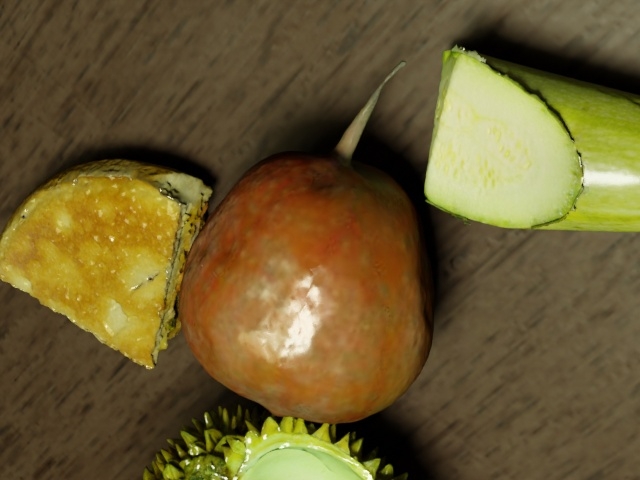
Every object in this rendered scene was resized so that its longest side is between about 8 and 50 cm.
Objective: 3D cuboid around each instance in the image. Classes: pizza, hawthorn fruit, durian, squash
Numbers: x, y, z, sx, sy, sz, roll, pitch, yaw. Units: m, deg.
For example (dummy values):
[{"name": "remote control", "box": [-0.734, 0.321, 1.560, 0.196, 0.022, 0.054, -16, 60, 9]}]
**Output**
[{"name": "pizza", "box": [-0.129, 0.013, 0.993, 0.175, 0.046, 0.134, -6, 111, 34]}, {"name": "hawthorn fruit", "box": [-0.012, 0.010, 0.862, 0.149, 0.149, 0.189, -2, 110, 32]}, {"name": "durian", "box": [-0.041, 0.213, 0.950, 0.200, 0.237, 0.176, 25, 177, -22]}, {"name": "squash", "box": [0.140, -0.042, 0.782, 0.200, 0.075, 0.090, 10, 94, 25]}]
